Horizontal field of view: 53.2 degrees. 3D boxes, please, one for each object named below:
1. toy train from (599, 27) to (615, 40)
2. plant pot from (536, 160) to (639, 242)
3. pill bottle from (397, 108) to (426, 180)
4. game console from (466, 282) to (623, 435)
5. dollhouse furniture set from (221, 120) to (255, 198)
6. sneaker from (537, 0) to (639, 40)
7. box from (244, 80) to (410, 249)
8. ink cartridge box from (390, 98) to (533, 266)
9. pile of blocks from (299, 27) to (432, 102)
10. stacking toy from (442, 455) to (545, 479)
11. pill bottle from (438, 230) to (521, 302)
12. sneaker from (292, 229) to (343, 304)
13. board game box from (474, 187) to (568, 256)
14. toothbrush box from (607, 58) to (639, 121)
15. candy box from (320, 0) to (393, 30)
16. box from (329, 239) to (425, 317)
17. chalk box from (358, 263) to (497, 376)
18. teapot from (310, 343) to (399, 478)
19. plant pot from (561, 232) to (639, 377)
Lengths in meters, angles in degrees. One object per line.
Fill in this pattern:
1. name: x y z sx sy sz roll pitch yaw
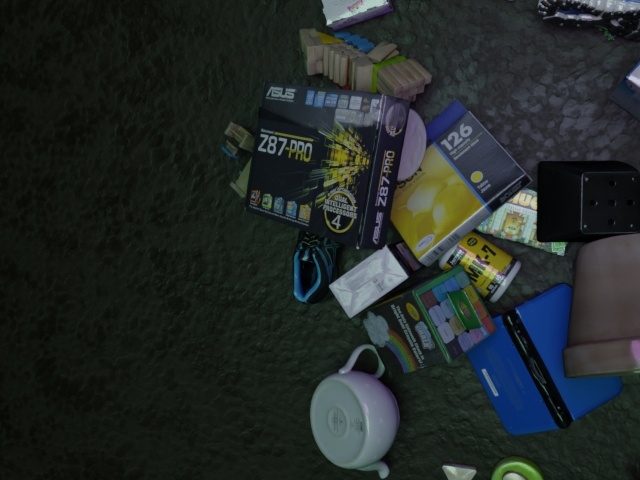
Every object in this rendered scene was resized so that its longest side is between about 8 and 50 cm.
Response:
1. toy train: 0.636 -0.485 1.442 0.017 0.024 0.083 -41 82 16
2. plant pot: 0.591 -0.084 1.386 0.188 0.167 0.187 0 94 -1
3. pill bottle: 0.086 -0.242 1.528 0.302 0.169 0.169 15 99 40
4. game console: 0.522 0.289 1.538 0.250 0.173 0.293 -32 83 49
5. dollhouse furniture set: -0.178 -0.200 1.690 0.184 0.129 0.129 44 107 35
6. sneaker: 0.647 -0.534 1.374 0.330 0.130 0.147 13 81 2
7. box: 0.001 -0.178 1.425 0.395 0.097 0.318 21 103 44
8. ink cartridge box: 0.278 -0.149 1.496 0.303 0.072 0.307 -42 57 16
9. pile of blocks: 0.103 -0.424 1.591 0.362 0.149 0.112 31 146 22
10. stacking toy: 0.426 0.685 1.545 0.309 0.130 0.279 -9 92 18
11. pill bottle: 0.358 0.045 1.523 0.208 0.119 0.119 34 103 13
12. sneaker: 0.000 0.000 1.624 0.125 0.140 0.340 6 95 19
13. board game box: 0.471 -0.063 1.526 0.260 0.030 0.136 17 97 16
14. toothbrush box: 0.724 -0.292 1.287 0.216 0.295 0.126 41 106 10
15. candy box: 0.077 -0.645 1.586 0.165 0.070 0.196 -13 90 18
16. box: 0.147 0.080 1.504 0.169 0.290 0.087 -37 81 19
17. chalk box: 0.263 0.180 1.465 0.289 0.179 0.180 -31 84 53
18. teapot: 0.108 0.436 1.606 0.252 0.187 0.256 52 127 35
19. plant pot: 0.669 0.141 1.356 0.323 0.323 0.280 -7 74 18
